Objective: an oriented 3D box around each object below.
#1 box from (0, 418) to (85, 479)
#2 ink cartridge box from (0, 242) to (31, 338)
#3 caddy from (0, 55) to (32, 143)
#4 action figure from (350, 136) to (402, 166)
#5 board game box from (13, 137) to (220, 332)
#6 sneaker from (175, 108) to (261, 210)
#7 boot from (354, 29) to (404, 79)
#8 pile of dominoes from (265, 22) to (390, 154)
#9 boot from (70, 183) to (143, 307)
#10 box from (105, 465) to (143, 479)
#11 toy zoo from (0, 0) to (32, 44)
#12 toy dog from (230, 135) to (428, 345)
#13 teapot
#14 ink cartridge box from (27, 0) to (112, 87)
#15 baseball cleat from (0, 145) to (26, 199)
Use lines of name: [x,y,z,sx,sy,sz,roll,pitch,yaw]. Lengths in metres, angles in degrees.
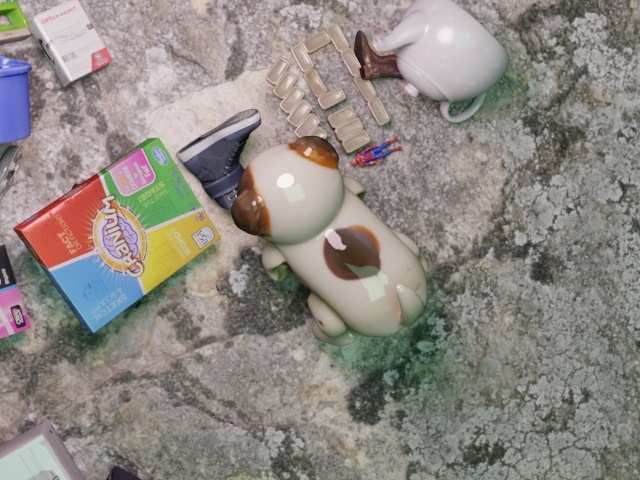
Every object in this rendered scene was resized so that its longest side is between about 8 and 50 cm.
box: [-0.573,0.480,1.770,0.182,0.119,0.181,-30,100,-9]
ink cartridge box: [-0.741,0.141,1.667,0.371,0.069,0.175,-20,99,-31]
caddy: [-0.676,-0.258,1.594,0.341,0.241,0.179,-17,112,-41]
action figure: [0.116,-0.184,1.914,0.115,0.030,0.038,-24,105,-8]
board game box: [-0.382,-0.013,1.739,0.316,0.064,0.242,-39,111,-23]
sneaker: [-0.162,-0.154,1.776,0.163,0.226,0.086,56,43,-11]
boot: [0.130,-0.387,1.887,0.114,0.037,0.106,-10,95,-26]
pile of dominoes: [0.010,-0.297,1.887,0.196,0.040,0.251,-29,92,-8]
boot: [-0.423,0.011,1.797,0.161,0.083,0.246,0,95,-25]
box: [-0.412,0.556,1.794,0.093,0.156,0.158,32,87,-12]
toy zoo: [-0.648,-0.491,1.636,0.030,0.192,0.293,-25,102,18]
toy dog: [0.000,0.000,1.728,0.285,0.395,0.408,-39,111,2]
teapot: [0.245,-0.363,1.833,0.256,0.252,0.187,40,99,-1]
ink cartridge box: [-0.479,-0.378,1.736,0.099,0.056,0.135,-34,102,-28]
baseball cleat: [-0.651,-0.101,1.728,0.110,0.072,0.205,24,86,-7]
